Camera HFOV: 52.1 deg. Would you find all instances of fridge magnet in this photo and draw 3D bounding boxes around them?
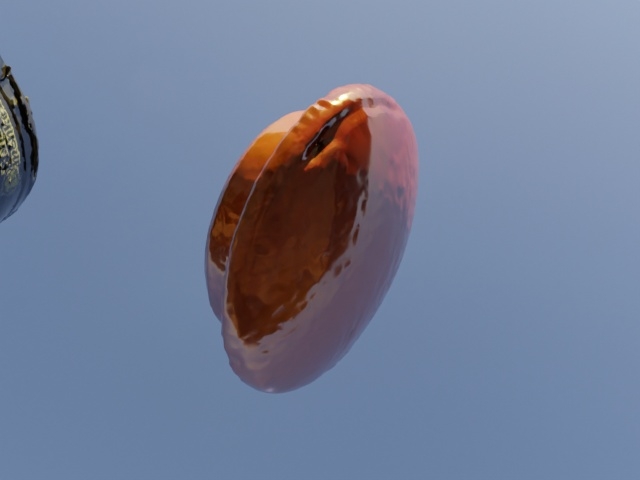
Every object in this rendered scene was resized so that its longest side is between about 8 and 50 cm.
[{"bbox_3d":[0.000,0.000,0.749,0.155,0.363,0.364,22,-104,25],"label":"fridge magnet"}]

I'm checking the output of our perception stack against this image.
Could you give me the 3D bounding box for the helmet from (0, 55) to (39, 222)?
[{"bbox_3d":[-0.396,-0.091,0.586,0.230,0.279,0.160,5,-143,1],"label":"helmet"}]
